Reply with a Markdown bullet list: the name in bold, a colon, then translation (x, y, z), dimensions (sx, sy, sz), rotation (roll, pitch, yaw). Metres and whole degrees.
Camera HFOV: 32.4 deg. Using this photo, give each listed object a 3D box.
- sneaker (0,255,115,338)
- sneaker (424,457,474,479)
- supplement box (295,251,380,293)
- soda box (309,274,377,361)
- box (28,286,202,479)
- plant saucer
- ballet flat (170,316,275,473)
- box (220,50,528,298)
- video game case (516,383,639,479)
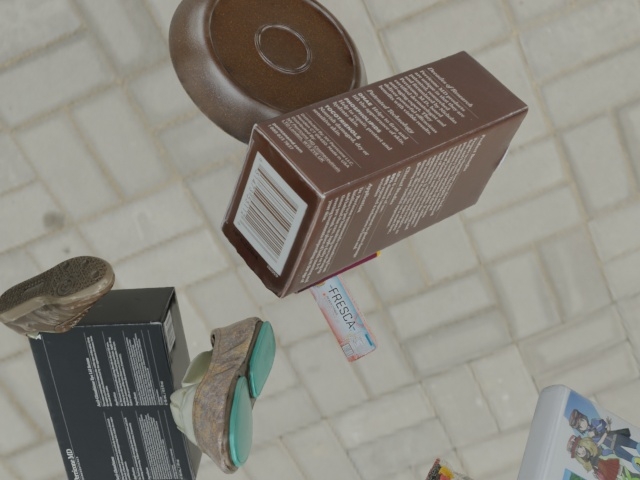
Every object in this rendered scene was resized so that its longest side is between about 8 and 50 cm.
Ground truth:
- **sneaker**: translation (-0.310, 0.072, 1.341), dimensions (0.188, 0.066, 0.071), rotation (-15, 134, 30)
- **sneaker**: translation (0.144, 0.288, 1.155), dimensions (0.093, 0.225, 0.088), rotation (26, 85, 7)
- **supplement box**: translation (0.000, 0.000, 1.746), dimensions (0.188, 0.081, 0.104), rotation (-24, 116, -37)
- **soda box**: translation (0.032, 0.113, 1.880), dimensions (0.058, 0.063, 0.183), rotation (-28, 94, 5)
- **box**: translation (-0.271, 0.201, 1.498), dimensions (0.184, 0.103, 0.261), rotation (-4, 117, 6)
- **plant saucer**: translation (-0.060, -0.259, 1.551), dimensions (0.311, 0.310, 0.050), rotation (20, 143, -17)
- **ballet flat**: translation (-0.129, 0.197, 1.389), dimensions (0.106, 0.316, 0.107), rotation (-5, 109, 8)
- **box**: translation (0.073, -0.094, 1.407), dimensions (0.381, 0.143, 0.191), rotation (-22, 150, -37)
- **video game case**: translation (0.271, 0.336, 0.954), dimensions (0.300, 0.329, 0.036), rotation (31, 154, -19)
